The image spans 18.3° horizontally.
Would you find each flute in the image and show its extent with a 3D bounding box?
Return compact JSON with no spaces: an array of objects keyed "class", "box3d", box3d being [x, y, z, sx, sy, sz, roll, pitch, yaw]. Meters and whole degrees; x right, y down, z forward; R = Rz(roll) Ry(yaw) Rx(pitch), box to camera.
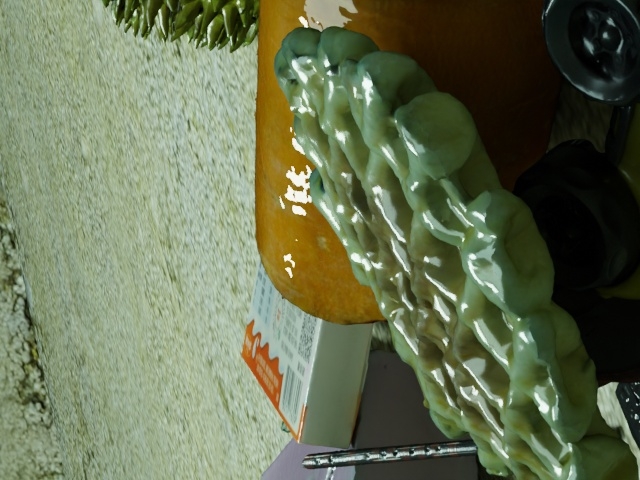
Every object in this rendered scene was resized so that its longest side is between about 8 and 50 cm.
[{"class":"flute","box3d":[0.090,0.146,1.379,0.269,0.014,0.014,-10,92,40]}]

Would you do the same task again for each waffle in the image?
[{"class":"waffle","box3d":[0.066,0.015,1.062,0.292,0.056,0.309,65,171,-12]}]

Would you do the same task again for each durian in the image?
[{"class":"durian","box3d":[-0.093,-0.319,1.798,0.198,0.163,0.394,-62,-14,-50]}]

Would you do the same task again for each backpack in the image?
[{"class":"backpack","box3d":[0.160,0.023,1.159,0.165,0.120,0.106,-108,13,-72]}]

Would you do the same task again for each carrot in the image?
[{"class":"carrot","box3d":[0.061,-0.130,1.246,0.193,0.214,0.331,37,141,38]}]

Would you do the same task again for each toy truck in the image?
[{"class":"toy truck","box3d":[0.203,-0.056,0.977,0.165,0.147,0.224,31,135,31]}]

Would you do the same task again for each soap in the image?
[{"class":"soap","box3d":[0.029,0.273,1.554,0.296,0.107,0.285,122,154,-57]}]

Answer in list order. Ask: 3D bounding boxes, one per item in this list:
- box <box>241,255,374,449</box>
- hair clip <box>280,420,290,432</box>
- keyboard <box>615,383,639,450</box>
[{"class":"box","box3d":[0.000,0.000,1.556,0.273,0.048,0.265,-132,51,-74]},{"class":"hair clip","box3d":[0.000,0.106,1.715,0.066,0.036,0.229,-56,8,21]},{"class":"keyboard","box3d":[0.239,0.169,1.162,0.106,0.016,0.262,101,151,-49]}]
